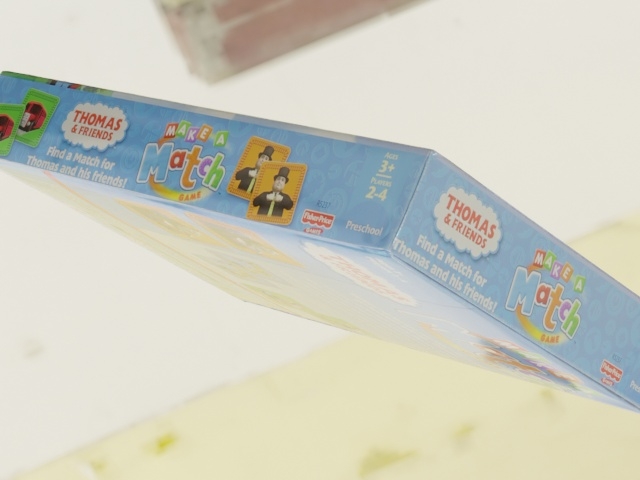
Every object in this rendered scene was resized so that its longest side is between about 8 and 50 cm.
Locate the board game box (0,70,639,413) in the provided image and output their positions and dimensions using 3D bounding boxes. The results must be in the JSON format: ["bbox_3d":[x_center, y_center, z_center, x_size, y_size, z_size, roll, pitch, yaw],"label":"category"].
[{"bbox_3d":[0.000,0.000,0.670,0.211,0.160,0.039,15,-102,44],"label":"board game box"}]
